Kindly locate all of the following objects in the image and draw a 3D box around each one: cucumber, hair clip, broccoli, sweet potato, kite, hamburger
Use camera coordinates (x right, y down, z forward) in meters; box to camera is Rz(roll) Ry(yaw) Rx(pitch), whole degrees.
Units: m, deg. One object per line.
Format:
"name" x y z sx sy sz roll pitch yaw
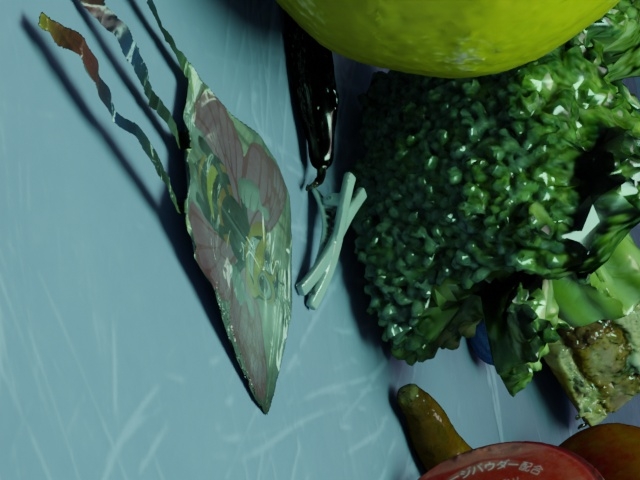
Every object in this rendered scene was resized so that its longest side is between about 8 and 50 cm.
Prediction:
"cucumber" -0.003 -0.118 1.207 0.043 0.039 0.163 6 70 -48
"hair clip" 0.001 0.001 1.172 0.030 0.039 0.115 51 43 -37
"broccoli" 0.164 -0.055 1.291 0.317 0.277 0.338 70 23 -9
"sweet potato" 0.128 0.210 1.363 0.264 0.057 0.057 55 30 -46
"kite" -0.081 -0.051 0.975 0.360 0.022 0.204 57 28 -48
"hamburger" 0.334 0.121 1.845 0.245 0.155 0.282 56 3 -6

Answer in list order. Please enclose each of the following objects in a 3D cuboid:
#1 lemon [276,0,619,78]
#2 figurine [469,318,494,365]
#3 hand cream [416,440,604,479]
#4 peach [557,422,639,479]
"lemon" 0.087 -0.286 1.058 0.364 0.364 0.364 -11 90 -71
"figurine" 0.182 0.056 1.574 0.086 0.087 0.149 -10 87 -33
"hand cream" 0.150 0.262 1.190 0.193 0.193 0.125 -75 149 -52
"peach" 0.318 0.333 1.586 0.245 0.249 0.274 26 62 -24
